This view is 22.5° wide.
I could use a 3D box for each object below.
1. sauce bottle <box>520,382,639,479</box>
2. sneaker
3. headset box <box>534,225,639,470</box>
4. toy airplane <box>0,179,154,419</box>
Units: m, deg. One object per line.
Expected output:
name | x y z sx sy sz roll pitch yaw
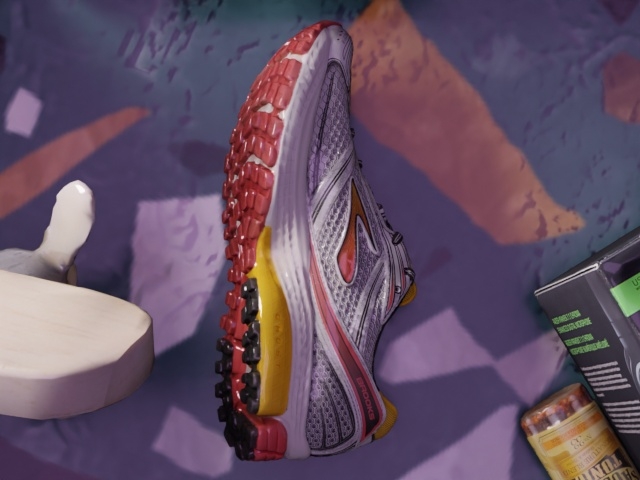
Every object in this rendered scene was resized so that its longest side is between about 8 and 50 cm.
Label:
sauce bottle | 0.151 0.136 0.821 0.042 0.042 0.128 -33 86 -2
sneaker | 0.000 0.000 0.823 0.093 0.088 0.225 4 86 -19
headset box | 0.277 0.061 0.769 0.246 0.131 0.283 -29 86 -8
toy airplane | -0.304 0.004 0.724 0.384 0.272 0.386 -24 53 -13
